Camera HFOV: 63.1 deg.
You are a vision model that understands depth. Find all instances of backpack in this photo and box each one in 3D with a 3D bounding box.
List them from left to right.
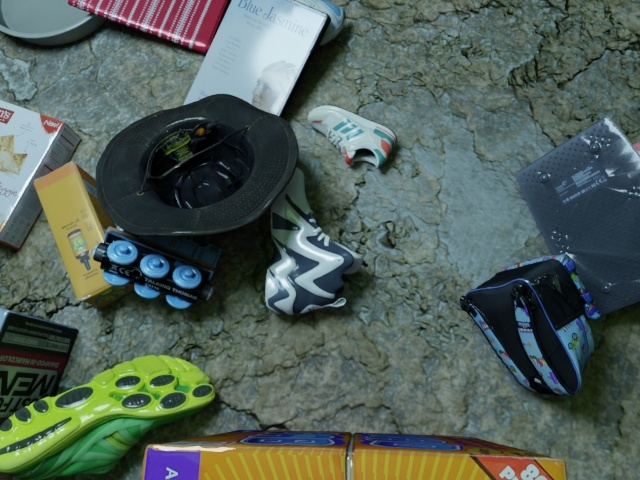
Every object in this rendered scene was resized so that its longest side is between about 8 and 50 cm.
[{"bbox_3d":[0.306,0.122,0.726,0.117,0.158,0.173,-27,86,-23],"label":"backpack"}]

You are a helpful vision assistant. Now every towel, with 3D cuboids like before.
[{"bbox_3d":[-0.307,-0.478,0.991,0.275,0.031,0.198,18,75,-4],"label":"towel"}]

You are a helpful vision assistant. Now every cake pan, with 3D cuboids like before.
[{"bbox_3d":[-0.526,-0.510,1.037,0.293,0.054,0.293,-1,73,4],"label":"cake pan"}]

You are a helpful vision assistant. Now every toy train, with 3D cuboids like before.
[{"bbox_3d":[-0.246,0.032,0.797,0.184,0.080,0.105,22,42,-10],"label":"toy train"}]

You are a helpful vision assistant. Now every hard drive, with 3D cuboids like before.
[{"bbox_3d":[0.420,-0.033,0.769,0.172,0.054,0.254,-37,65,38],"label":"hard drive"}]

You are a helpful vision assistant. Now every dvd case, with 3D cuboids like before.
[{"bbox_3d":[-0.115,-0.311,0.918,0.180,0.022,0.253,28,96,13],"label":"dvd case"}]

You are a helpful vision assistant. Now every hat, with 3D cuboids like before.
[{"bbox_3d":[-0.184,-0.087,0.830,0.332,0.134,0.331,-5,49,6],"label":"hat"}]

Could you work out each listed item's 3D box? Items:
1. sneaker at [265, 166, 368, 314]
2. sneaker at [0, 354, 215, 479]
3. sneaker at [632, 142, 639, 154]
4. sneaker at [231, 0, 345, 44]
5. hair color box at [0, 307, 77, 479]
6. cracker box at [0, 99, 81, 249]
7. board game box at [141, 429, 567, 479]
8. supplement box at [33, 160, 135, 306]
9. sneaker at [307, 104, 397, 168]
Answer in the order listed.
[{"bbox_3d":[0.000,0.000,0.816,0.153,0.094,0.234,3,73,4],"label":"sneaker"},{"bbox_3d":[-0.302,0.259,0.758,0.296,0.123,0.109,-15,46,-18],"label":"sneaker"},{"bbox_3d":[0.546,0.000,0.780,0.136,0.116,0.314,-41,67,2],"label":"sneaker"},{"bbox_3d":[-0.064,-0.432,0.970,0.237,0.085,0.086,27,52,14],"label":"sneaker"},{"bbox_3d":[-0.494,0.279,0.718,0.114,0.185,0.374,13,74,8],"label":"hair color box"},{"bbox_3d":[-0.551,-0.119,0.910,0.156,0.067,0.232,19,74,9],"label":"cracker box"},{"bbox_3d":[0.031,0.397,0.550,0.357,0.356,0.356,0,72,4],"label":"board game box"},{"bbox_3d":[-0.384,-0.010,0.858,0.078,0.080,0.233,-28,71,-4],"label":"supplement box"},{"bbox_3d":[0.044,-0.173,0.885,0.161,0.057,0.075,22,70,8],"label":"sneaker"}]
